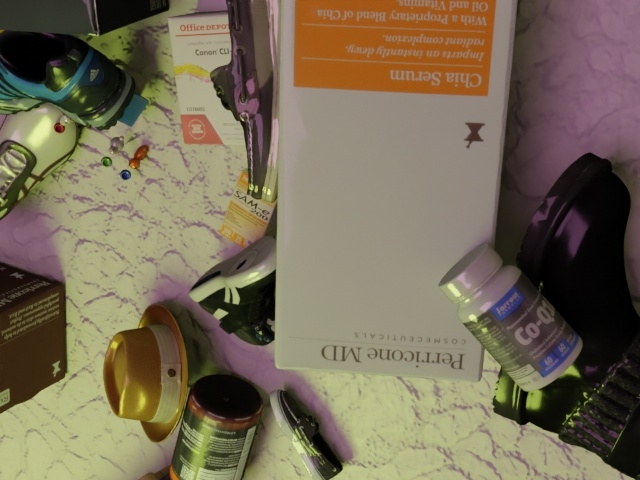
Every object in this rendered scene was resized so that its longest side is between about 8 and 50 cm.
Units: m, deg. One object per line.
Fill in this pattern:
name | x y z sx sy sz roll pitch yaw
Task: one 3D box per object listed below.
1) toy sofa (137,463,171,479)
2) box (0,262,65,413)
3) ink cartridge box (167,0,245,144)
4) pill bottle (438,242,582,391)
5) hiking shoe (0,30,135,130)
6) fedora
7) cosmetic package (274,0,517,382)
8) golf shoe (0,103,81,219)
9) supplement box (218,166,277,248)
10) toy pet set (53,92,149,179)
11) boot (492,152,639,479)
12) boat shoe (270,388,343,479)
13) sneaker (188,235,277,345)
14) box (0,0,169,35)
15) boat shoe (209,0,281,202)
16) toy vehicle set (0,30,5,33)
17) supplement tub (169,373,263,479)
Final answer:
toy sofa | -0.316 0.496 1.544 0.362 0.177 0.150 -45 73 34
box | -0.516 0.138 1.556 0.203 0.168 0.167 15 113 25
ink cartridge box | -0.117 -0.219 1.258 0.115 0.067 0.198 3 108 29
pill bottle | 0.184 0.074 1.012 0.137 0.078 0.078 47 124 -4
hiking shoe | -0.374 -0.229 1.306 0.304 0.113 0.132 10 157 30
fedora | -0.250 0.184 1.427 0.194 0.079 0.194 -5 84 58
cosmetic package | 0.074 -0.091 1.092 0.230 0.161 0.453 3 110 5
golf shoe | -0.425 -0.100 1.438 0.105 0.120 0.273 35 127 -16
supplement box | -0.084 -0.039 1.320 0.062 0.036 0.098 32 120 17
toy pet set | -0.274 -0.149 1.355 0.122 0.065 0.114 35 99 -15
boot | 0.334 0.099 1.061 0.260 0.131 0.347 24 128 29
boat shoe | -0.018 0.257 1.383 0.040 0.049 0.142 -29 92 15
sneaker | -0.071 0.070 1.306 0.121 0.079 0.217 46 151 -13
box | -0.343 -0.319 1.260 0.261 0.184 0.103 7 111 18
boat shoe | -0.078 -0.185 1.163 0.092 0.103 0.285 2 104 -1
toy vehicle set | -0.453 -0.329 1.437 0.166 0.035 0.266 20 116 23
supplement tub | -0.150 0.290 1.433 0.106 0.106 0.197 28 119 20
